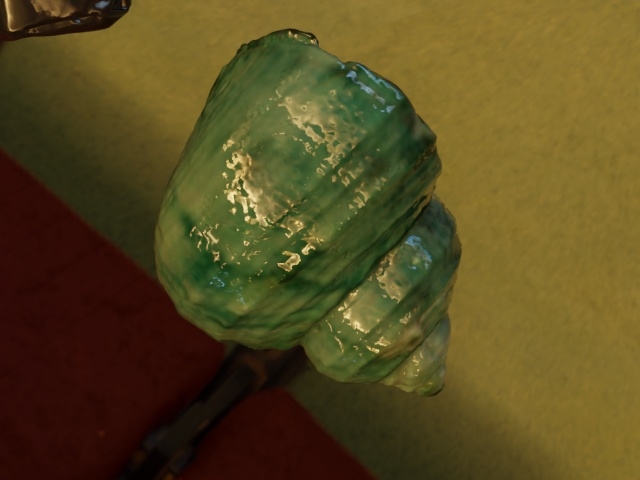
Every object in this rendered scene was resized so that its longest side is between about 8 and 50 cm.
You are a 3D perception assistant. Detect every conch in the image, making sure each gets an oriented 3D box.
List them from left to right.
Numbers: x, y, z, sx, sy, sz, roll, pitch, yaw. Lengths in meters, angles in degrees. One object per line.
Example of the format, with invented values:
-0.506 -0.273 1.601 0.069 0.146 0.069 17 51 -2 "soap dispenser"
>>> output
0.001 0.003 0.748 0.202 0.134 0.196 31 155 -26 "conch"

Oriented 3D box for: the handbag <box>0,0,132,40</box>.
-0.323 -0.346 1.364 0.178 0.275 0.301 -18 103 -21 "handbag"
